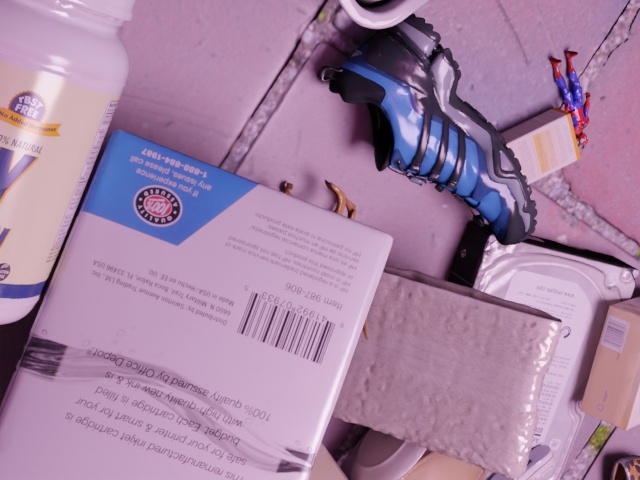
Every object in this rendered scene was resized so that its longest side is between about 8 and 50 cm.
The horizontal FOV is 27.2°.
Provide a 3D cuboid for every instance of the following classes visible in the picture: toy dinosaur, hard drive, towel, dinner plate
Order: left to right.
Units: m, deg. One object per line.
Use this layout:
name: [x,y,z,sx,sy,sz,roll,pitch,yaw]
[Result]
toy dinosaur: [0.000,0.000,1.455,0.211,0.064,0.112,38,87,-3]
dinner plate: [0.082,0.232,1.541,0.017,0.141,0.141,44,87,-17]
towel: [0.115,0.136,1.461,0.049,0.282,0.187,-10,114,-61]
hard drive: [0.233,0.162,1.630,0.237,0.064,0.339,14,103,-28]

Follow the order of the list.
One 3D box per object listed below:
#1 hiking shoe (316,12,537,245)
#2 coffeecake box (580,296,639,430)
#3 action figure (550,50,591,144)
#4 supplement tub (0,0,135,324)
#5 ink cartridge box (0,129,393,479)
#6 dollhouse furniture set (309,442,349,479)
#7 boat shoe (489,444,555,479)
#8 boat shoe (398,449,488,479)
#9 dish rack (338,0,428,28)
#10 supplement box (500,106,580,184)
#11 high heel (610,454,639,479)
hiking shoe: [0.124,-0.103,1.467,0.132,0.113,0.304,-37,109,-2]
coffeecake box: [0.413,0.144,1.657,0.185,0.068,0.142,-9,116,-51]
action figure: [0.299,-0.164,1.563,0.038,0.030,0.115,-29,120,-19]
supplement tub: [-0.311,-0.112,1.178,0.235,0.235,0.325,18,100,-29]
ink cartridge box: [-0.138,0.136,1.273,0.285,0.166,0.395,22,78,-5]
dollhouse furniture set: [-0.158,0.313,1.496,0.303,0.198,0.286,-39,81,20]
boat shoe: [0.247,0.293,1.627,0.100,0.035,0.035,-34,116,-17]
boat shoe: [0.096,0.324,1.543,0.109,0.098,0.302,39,113,-13]
dish rack: [0.097,-0.412,1.354,0.333,0.072,0.285,-38,120,-8]
supplement box: [0.250,-0.107,1.554,0.098,0.036,0.062,-25,117,-15]
high heel: [0.384,0.418,1.765,0.261,0.093,0.186,-54,128,-18]
